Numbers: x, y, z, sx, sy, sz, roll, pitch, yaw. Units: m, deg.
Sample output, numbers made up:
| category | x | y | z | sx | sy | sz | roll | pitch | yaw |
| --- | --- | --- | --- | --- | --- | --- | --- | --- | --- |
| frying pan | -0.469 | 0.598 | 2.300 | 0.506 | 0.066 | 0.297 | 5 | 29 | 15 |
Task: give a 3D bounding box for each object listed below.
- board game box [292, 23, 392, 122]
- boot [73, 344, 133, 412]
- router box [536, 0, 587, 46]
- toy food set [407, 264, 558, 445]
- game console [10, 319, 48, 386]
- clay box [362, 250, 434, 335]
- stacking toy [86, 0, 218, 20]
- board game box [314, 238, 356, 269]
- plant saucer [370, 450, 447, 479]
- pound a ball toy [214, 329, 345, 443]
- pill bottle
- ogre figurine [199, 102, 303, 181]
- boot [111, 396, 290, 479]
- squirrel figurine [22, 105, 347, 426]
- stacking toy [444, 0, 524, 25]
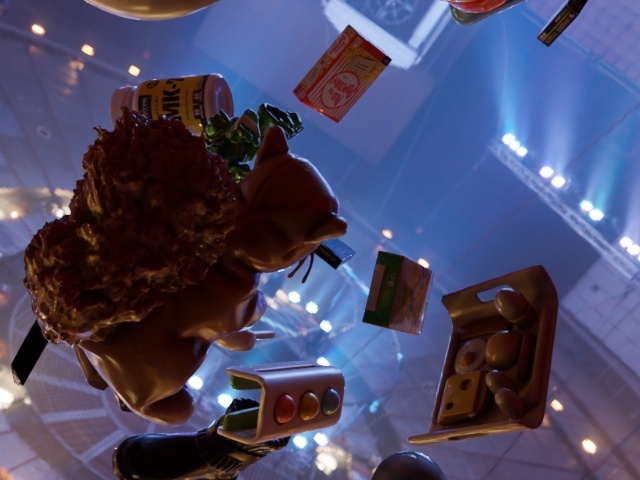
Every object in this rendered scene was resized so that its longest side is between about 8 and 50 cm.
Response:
| category | x | y | z | sx | sy | sz | roll | pitch | yaw |
| --- | --- | --- | --- | --- | --- | --- | --- | --- | --- |
| board game box | 0.050 | -0.368 | 1.757 | 0.147 | 0.193 | 0.045 | 19 | -151 | -52 |
| boot | -0.450 | 0.250 | 1.737 | 0.283 | 0.109 | 0.220 | 43 | -166 | -53 |
| router box | 0.556 | -0.512 | 1.800 | 0.038 | 0.122 | 0.092 | 38 | -121 | 0 |
| toy food set | 0.260 | 0.189 | 1.294 | 0.092 | 0.219 | 0.306 | 44 | -134 | -24 |
| game console | -0.454 | 0.080 | 1.432 | 0.044 | 0.361 | 0.213 | 29 | -174 | -14 |
| clay box | 0.146 | 0.100 | 1.416 | 0.053 | 0.127 | 0.222 | 11 | 174 | 23 |
| stacking toy | -0.209 | -0.478 | 1.240 | 0.350 | 0.350 | 0.480 | 38 | -176 | 2 |
| board game box | 0.000 | 0.000 | 1.490 | 0.126 | 0.026 | 0.186 | 38 | -172 | 5 |
| plant saucer | 0.193 | 0.530 | 1.619 | 0.195 | 0.037 | 0.195 | 7 | -110 | -19 |
| pound a ball toy | -0.069 | 0.270 | 1.511 | 0.135 | 0.208 | 0.319 | 7 | 179 | 32 |
| pill bottle | -0.279 | -0.246 | 1.485 | 0.208 | 0.119 | 0.119 | -3 | -164 | 14 |
| ogre figurine | -0.119 | -0.149 | 1.171 | 0.097 | 0.118 | 0.197 | 51 | -145 | -7 |
| boot | -0.268 | 0.460 | 1.796 | 0.348 | 0.260 | 0.131 | 12 | -132 | -39 |
| squirrel figurine | -0.156 | 0.008 | 1.007 | 0.281 | 0.370 | 0.397 | 61 | -177 | 25 |
| stacking toy | 0.151 | -0.381 | 1.031 | 0.302 | 0.175 | 0.166 | -16 | -88 | -43 |
